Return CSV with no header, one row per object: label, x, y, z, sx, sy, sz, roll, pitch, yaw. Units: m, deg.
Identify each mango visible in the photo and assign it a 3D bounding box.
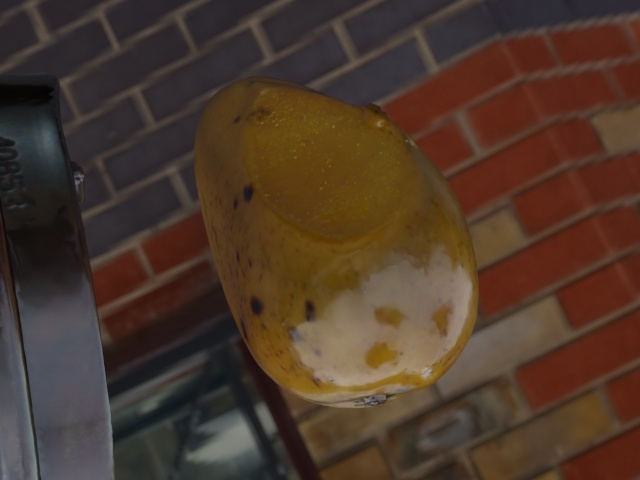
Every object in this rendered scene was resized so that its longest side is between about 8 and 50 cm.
mango,0.000,0.000,1.147,0.160,0.290,0.191,-22,138,-15

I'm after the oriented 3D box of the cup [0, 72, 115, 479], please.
cup,-0.204,0.041,0.531,0.279,0.196,0.196,-8,165,-15
